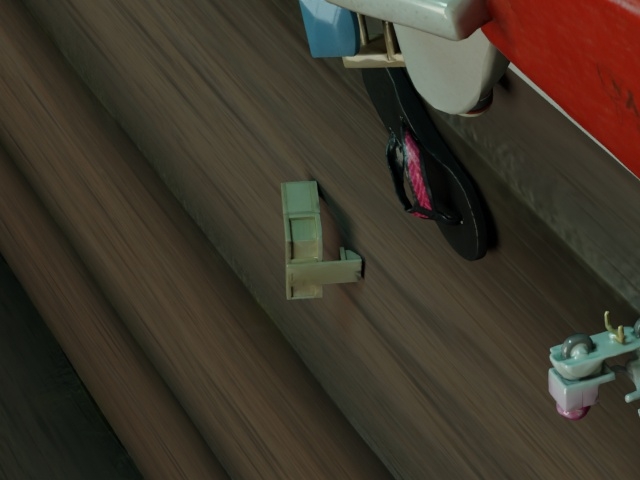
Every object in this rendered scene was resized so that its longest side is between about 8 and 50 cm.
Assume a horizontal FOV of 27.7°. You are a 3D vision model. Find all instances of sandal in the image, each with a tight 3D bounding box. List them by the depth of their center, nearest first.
[{"bbox_3d":[0.068,-0.059,0.971,0.179,0.040,0.067,61,158,9],"label":"sandal"}]

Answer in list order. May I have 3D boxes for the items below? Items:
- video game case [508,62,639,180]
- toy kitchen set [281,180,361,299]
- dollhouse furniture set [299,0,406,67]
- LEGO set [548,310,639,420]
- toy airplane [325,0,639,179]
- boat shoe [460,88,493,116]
[{"bbox_3d":[0.174,-0.128,0.659,0.232,0.042,0.210,48,153,35],"label":"video game case"},{"bbox_3d":[0.000,0.000,1.194,0.083,0.068,0.075,91,174,-48],"label":"toy kitchen set"},{"bbox_3d":[0.041,-0.173,0.739,0.129,0.129,0.183,3,122,29],"label":"dollhouse furniture set"},{"bbox_3d":[0.230,0.148,0.705,0.287,0.132,0.107,-109,1,-58],"label":"LEGO set"},{"bbox_3d":[0.168,-0.091,0.427,0.384,0.272,0.386,59,174,2],"label":"toy airplane"},{"bbox_3d":[0.076,-0.145,0.857,0.137,0.049,0.043,64,160,16],"label":"boat shoe"}]
